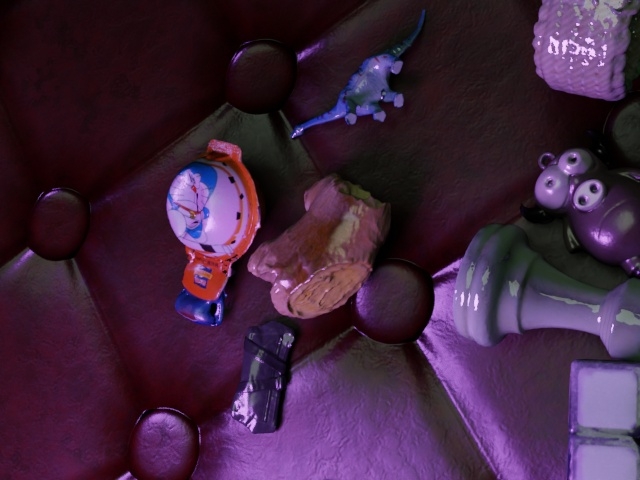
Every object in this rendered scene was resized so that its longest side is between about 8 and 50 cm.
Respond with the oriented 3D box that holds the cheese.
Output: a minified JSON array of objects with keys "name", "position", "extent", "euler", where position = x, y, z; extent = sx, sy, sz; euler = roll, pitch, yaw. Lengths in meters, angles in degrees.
[{"name":"cheese","position":[-0.191,-0.013,1.792],"extent":[0.217,0.129,0.329],"euler":[21,106,38]}]

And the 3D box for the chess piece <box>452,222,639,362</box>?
[{"name":"chess piece","position":[0.368,0.093,1.512],"extent":[0.299,0.194,0.194],"euler":[14,85,26]}]

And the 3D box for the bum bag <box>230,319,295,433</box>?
[{"name":"bum bag","position":[-0.101,0.236,1.755],"extent":[0.087,0.049,0.197],"euler":[11,83,-2]}]

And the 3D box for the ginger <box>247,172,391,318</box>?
[{"name":"ginger","position":[0.000,0.000,1.720],"extent":[0.276,0.130,0.221],"euler":[-24,62,17]}]

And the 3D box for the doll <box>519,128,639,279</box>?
[{"name":"doll","position":[0.431,-0.050,1.564],"extent":[0.182,0.117,0.257],"euler":[-47,70,13]}]

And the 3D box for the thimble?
[{"name":"thimble","position":[0.425,-0.331,1.564],"extent":[0.150,0.219,0.219],"euler":[17,86,24]}]

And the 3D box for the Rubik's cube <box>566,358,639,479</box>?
[{"name":"Rubik's cube","position":[0.501,0.323,1.364],"extent":[0.305,0.301,0.303],"euler":[-1,79,20]}]

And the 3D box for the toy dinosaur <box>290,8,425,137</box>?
[{"name":"toy dinosaur","position":[0.087,-0.262,1.758],"extent":[0.329,0.076,0.144],"euler":[-43,36,10]}]
